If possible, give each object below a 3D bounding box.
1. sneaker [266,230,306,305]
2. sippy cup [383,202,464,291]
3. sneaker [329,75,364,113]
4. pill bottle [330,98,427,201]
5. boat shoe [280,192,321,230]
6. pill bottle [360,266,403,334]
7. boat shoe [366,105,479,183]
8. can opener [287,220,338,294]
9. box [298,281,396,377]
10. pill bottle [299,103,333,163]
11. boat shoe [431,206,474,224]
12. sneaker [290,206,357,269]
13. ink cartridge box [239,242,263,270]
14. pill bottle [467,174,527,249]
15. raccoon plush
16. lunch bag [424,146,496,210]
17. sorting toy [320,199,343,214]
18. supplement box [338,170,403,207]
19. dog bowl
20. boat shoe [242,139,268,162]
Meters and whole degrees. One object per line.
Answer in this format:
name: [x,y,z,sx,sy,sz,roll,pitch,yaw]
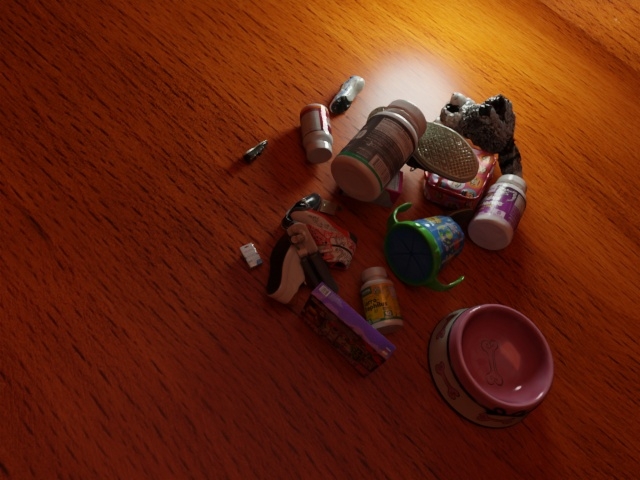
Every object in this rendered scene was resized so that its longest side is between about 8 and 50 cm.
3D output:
sneaker: [-0.103,0.094,1.589,0.123,0.106,0.290,39,44,-31]
sippy cup: [0.384,0.017,1.677,0.224,0.240,0.305,-22,107,-35]
sneaker: [0.104,-0.634,2.047,0.086,0.085,0.237,22,58,29]
pill bottle: [0.216,-0.327,1.679,0.204,0.204,0.361,37,67,8]
boat shoe: [-0.062,-0.114,1.714,0.075,0.065,0.206,41,60,10]
pill bottle: [0.199,0.200,1.575,0.117,0.117,0.208,-2,63,-15]
boat shoe: [0.402,-0.370,1.866,0.500,0.156,0.187,34,81,25]
can opener: [-0.021,0.059,1.564,0.280,0.074,0.093,64,27,-9]
box: [0.073,0.281,1.450,0.293,0.201,0.057,41,59,10]
pill bottle: [-0.015,-0.423,1.866,0.121,0.121,0.221,0,62,-14]
boat shoe: [0.501,-0.093,1.819,0.178,0.064,0.060,-21,42,7]
sneaker: [0.001,0.000,1.626,0.270,0.090,0.145,29,58,-18]
ink cartridge box: [-0.237,0.055,1.597,0.048,0.028,0.083,-24,70,-25]
pill bottle: [0.708,-0.120,1.853,0.169,0.169,0.301,33,58,5]
raccoon plush: [0.674,-0.435,2.059,0.216,0.299,0.446,-17,98,-38]
lunch bag: [0.551,-0.263,1.913,0.258,0.120,0.293,22,57,21]
sorting toy: [0.043,-0.120,1.775,0.083,0.012,0.062,15,54,-2]
supplement box: [0.196,-0.221,1.813,0.220,0.111,0.114,16,59,-6]
dog bowl: [0.571,0.392,1.545,0.408,0.150,0.408,6,60,-11]
boat shoe: [-0.246,-0.345,1.812,0.042,0.049,0.133,55,52,-14]
